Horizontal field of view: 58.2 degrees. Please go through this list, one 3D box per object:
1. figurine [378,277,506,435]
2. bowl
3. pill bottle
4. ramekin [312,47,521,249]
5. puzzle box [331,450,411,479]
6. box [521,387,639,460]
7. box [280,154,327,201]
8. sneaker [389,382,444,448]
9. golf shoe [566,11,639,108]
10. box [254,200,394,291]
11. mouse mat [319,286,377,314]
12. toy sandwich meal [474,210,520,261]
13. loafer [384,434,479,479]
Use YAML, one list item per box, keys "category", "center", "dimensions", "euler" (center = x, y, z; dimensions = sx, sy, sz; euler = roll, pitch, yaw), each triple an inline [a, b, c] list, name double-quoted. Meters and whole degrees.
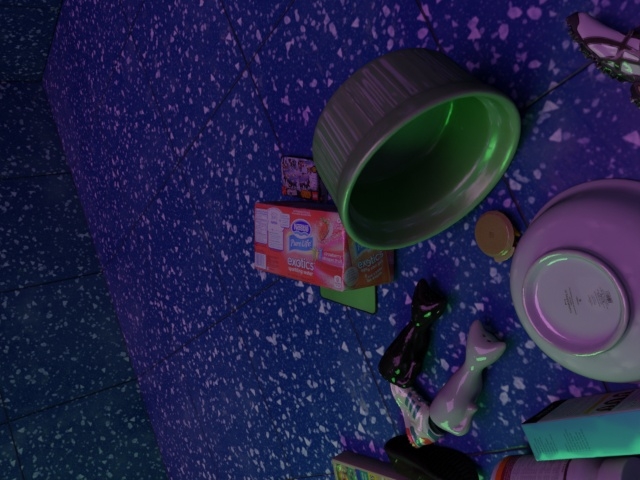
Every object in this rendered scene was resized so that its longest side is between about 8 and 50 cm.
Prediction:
- category: "figurine"
  center: [0.222, 0.206, 1.041]
  dimensions: [0.215, 0.092, 0.209]
  euler: [37, 123, 38]
- category: "bowl"
  center: [0.370, 0.070, 0.777]
  dimensions: [0.298, 0.134, 0.297]
  euler: [19, 115, 47]
- category: "pill bottle"
  center: [0.377, 0.382, 0.864]
  dimensions: [0.221, 0.121, 0.121]
  euler: [-31, 76, 50]
- category: "ramekin"
  center: [0.136, -0.141, 0.884]
  dimensions: [0.148, 0.304, 0.303]
  euler: [59, 139, 34]
- category: "puzzle box"
  center: [0.164, 0.695, 1.273]
  dimensions: [0.272, 0.052, 0.408]
  euler: [-9, 93, 51]
- category: "box"
  center: [0.414, 0.253, 0.799]
  dimensions: [0.244, 0.101, 0.060]
  euler: [-33, 75, 50]
- category: "box"
  center: [-0.039, -0.142, 1.305]
  dimensions: [0.137, 0.027, 0.093]
  euler: [14, 112, 48]
- category: "sneaker"
  center: [0.195, 0.324, 1.140]
  dimensions: [0.075, 0.057, 0.161]
  euler: [-26, 72, 27]
- category: "golf shoe"
  center: [0.398, -0.234, 0.714]
  dimensions: [0.198, 0.077, 0.094]
  euler: [52, 125, 18]
- category: "box"
  center: [0.000, 0.000, 1.197]
  dimensions: [0.300, 0.142, 0.153]
  euler: [9, 102, 49]
- category: "mouse mat"
  center: [0.056, 0.073, 1.267]
  dimensions: [0.190, 0.007, 0.152]
  euler: [12, 109, 48]
- category: "toy sandwich meal"
  center: [0.290, -0.009, 0.938]
  dimensions: [0.086, 0.029, 0.085]
  euler: [16, 109, 52]
- category: "loafer"
  center: [0.220, 0.451, 1.125]
  dimensions: [0.220, 0.080, 0.078]
  euler: [7, 116, 55]
